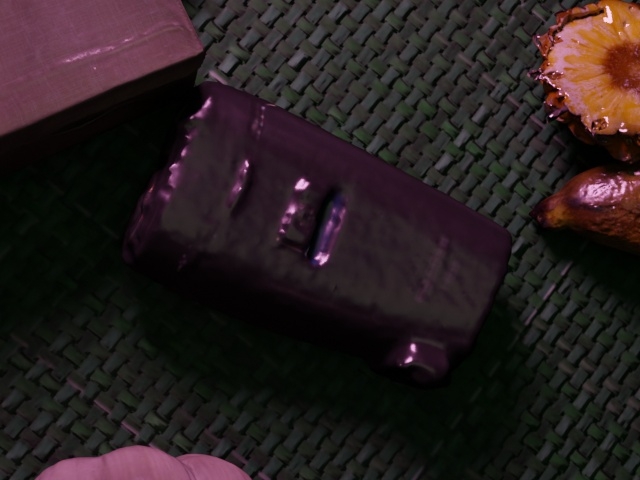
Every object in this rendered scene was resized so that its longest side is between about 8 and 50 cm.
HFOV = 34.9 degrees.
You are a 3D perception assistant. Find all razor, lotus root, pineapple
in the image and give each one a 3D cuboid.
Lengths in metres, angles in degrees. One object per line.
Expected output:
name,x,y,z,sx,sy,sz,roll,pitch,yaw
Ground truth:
razor,0.000,0.001,0.900,0.326,0.107,0.189,25,80,-9
lotus root,0.300,-0.031,0.973,0.190,0.094,0.108,1,66,-7
pineapple,0.297,-0.152,0.973,0.221,0.047,0.221,1,56,-2

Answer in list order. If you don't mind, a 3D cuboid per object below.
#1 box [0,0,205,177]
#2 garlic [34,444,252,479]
box,-0.232,-0.157,0.849,0.231,0.149,0.155,-27,90,-12
garlic,-0.154,0.224,0.792,0.229,0.178,0.143,-19,129,-16
